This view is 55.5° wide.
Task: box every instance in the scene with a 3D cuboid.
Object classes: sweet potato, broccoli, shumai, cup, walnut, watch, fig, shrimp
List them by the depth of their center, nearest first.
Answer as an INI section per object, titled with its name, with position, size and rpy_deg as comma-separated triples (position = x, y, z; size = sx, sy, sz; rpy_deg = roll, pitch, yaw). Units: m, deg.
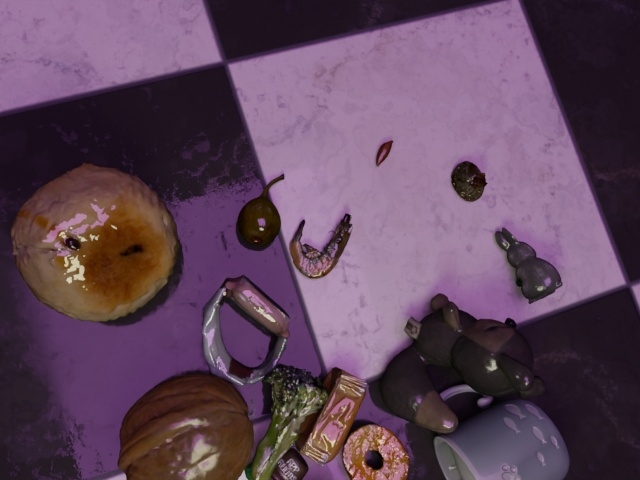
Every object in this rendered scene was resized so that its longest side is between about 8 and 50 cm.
[walnut]
position = -0.325, 0.483, 1.467
size = 0.332, 0.333, 0.333
rpy_deg = 2, 80, -10
[broccoli]
position = -0.103, 0.465, 1.529
size = 0.165, 0.145, 0.304
rpy_deg = 32, 72, -37
[watch]
position = -0.208, 0.246, 1.603
size = 0.253, 0.162, 0.241
rpy_deg = 42, 88, -7
[cup]
position = 0.462, 0.540, 1.638
size = 0.274, 0.259, 0.357
rpy_deg = -23, 54, -14
[fig]
position = -0.151, -0.100, 1.689
size = 0.124, 0.124, 0.236
rpy_deg = 20, 63, -7
[shrimp]
position = 0.000, 0.000, 1.725
size = 0.150, 0.051, 0.217
rpy_deg = 32, 80, 4
[sweet potato]
position = 0.187, -0.261, 1.809
size = 0.034, 0.034, 0.095
rpy_deg = 32, 76, -4
[shumai]
position = 0.452, -0.183, 1.816
size = 0.099, 0.087, 0.124
rpy_deg = -25, 85, -12

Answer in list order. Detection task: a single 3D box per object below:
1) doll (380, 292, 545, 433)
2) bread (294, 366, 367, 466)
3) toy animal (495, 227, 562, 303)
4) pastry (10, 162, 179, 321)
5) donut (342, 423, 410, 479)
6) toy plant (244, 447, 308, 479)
[doll]
position = 0.389, 0.358, 1.622
size = 0.252, 0.382, 0.379
rpy_deg = 26, 94, -46
[bread]
position = 0.031, 0.463, 1.607
size = 0.107, 0.136, 0.241
rpy_deg = 29, 78, -7
[toy animal]
position = 0.616, 0.064, 1.796
size = 0.108, 0.138, 0.236
rpy_deg = 1, 63, -40
[pastry]
position = -0.547, 0.003, 1.482
size = 0.388, 0.312, 0.389
rpy_deg = -11, 110, -32
[donut]
position = 0.142, 0.589, 1.639
size = 0.190, 0.074, 0.174
rpy_deg = 40, 77, 3
[toy plant]
position = -0.129, 0.624, 1.570
size = 0.200, 0.105, 0.143
rpy_deg = -41, 83, -3
